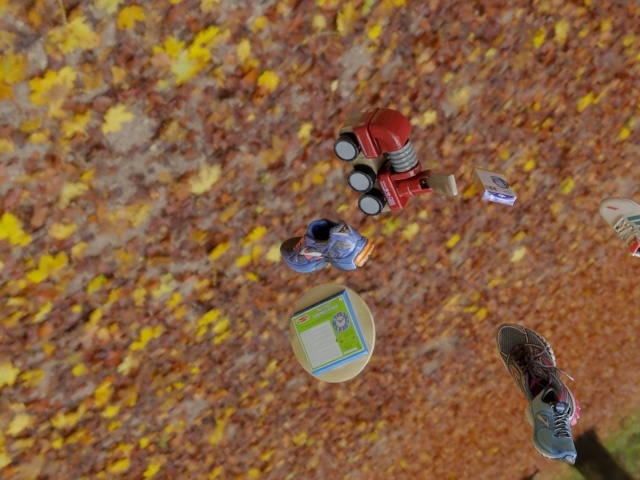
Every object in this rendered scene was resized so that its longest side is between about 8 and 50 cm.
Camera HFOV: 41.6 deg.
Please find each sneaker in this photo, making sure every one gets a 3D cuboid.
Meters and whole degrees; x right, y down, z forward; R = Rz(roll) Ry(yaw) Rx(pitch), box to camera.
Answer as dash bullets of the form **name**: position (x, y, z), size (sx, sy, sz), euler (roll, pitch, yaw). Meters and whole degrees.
- **sneaker**: position (0.508, 0.303, 1.998), size (0.121, 0.299, 0.112), euler (-41, 135, 11)
- **sneaker**: position (0.000, 0.000, 1.482), size (0.221, 0.087, 0.083), euler (-8, -144, 50)
- **sneaker**: position (0.549, -0.015, 1.471), size (0.075, 0.161, 0.057), euler (-28, 153, -44)
- **sneaker**: position (0.385, 0.301, 1.395), size (0.063, 0.162, 0.073), euler (15, 116, -13)

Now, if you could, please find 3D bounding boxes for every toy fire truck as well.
- **toy fire truck**: position (0.172, -0.163, 1.754), size (0.217, 0.246, 0.158), euler (65, 35, -27)

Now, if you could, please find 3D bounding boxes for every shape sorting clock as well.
- **shape sorting clock**: position (0.024, 0.192, 1.760), size (0.206, 0.206, 0.040), euler (-52, 158, 23)

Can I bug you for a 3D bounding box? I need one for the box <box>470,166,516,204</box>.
- **box**: position (0.415, -0.128, 2.023), size (0.081, 0.136, 0.028), euler (11, 123, -13)
